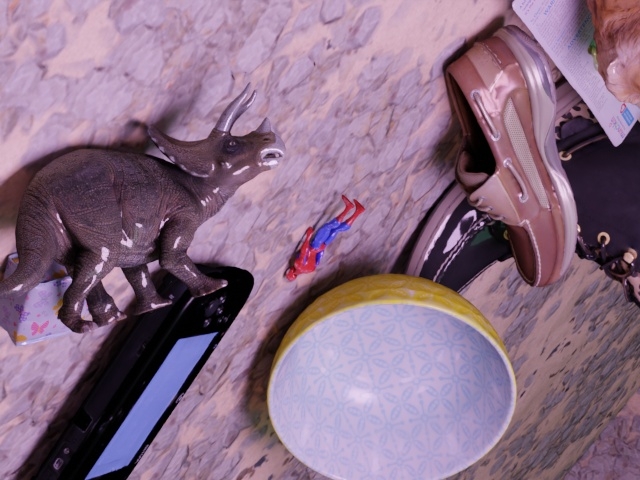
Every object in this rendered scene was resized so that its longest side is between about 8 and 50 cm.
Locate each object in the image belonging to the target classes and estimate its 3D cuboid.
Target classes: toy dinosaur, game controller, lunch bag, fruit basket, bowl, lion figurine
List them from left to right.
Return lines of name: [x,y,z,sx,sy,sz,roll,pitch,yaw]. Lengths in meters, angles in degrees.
lunch bag: [-0.228,0.043,1.331,0.083,0.053,0.071,-12,135,-42]
toy dinosaur: [-0.173,-0.014,1.276,0.313,0.160,0.121,-16,180,-35]
game controller: [-0.178,0.156,1.571,0.319,0.067,0.166,-55,156,12]
bowl: [0.081,0.137,1.857,0.156,0.289,0.289,-90,-162,-53]
lion figurine: [0.300,-0.317,1.581,0.240,0.392,0.142,-35,-154,26]
fruit basket: [0.365,-0.314,1.798,0.327,0.165,0.353,-56,137,-3]

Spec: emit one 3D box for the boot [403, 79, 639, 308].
boot: [0.310,-0.001,1.944,0.377,0.284,0.138,-45,156,-13]

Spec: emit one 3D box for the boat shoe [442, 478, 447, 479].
boat shoe: [0.136,0.337,2.366,0.098,0.109,0.302,-13,131,-47]

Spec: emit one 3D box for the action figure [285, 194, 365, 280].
action figure: [0.000,0.000,1.710,0.115,0.030,0.038,-52,152,15]

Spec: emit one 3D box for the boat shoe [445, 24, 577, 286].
boat shoe: [0.206,-0.084,1.780,0.116,0.123,0.324,-22,119,-13]
